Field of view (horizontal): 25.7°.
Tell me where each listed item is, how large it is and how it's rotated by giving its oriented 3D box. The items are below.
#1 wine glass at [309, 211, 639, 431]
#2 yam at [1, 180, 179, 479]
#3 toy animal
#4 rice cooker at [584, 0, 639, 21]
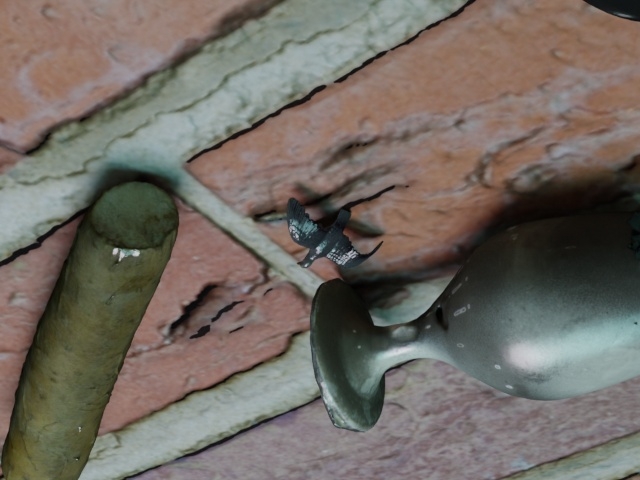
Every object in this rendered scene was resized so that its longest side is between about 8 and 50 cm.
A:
[{"bbox_3d":[0.120,0.056,0.968,0.241,0.126,0.126,-14,139,22],"label":"wine glass"},{"bbox_3d":[-0.182,0.088,1.060,0.083,0.083,0.371,14,138,-14],"label":"yam"},{"bbox_3d":[0.000,0.000,0.977,0.084,0.028,0.050,25,136,-30],"label":"toy animal"},{"bbox_3d":[0.147,-0.176,0.677,0.165,0.112,0.106,16,134,-18],"label":"rice cooker"}]
